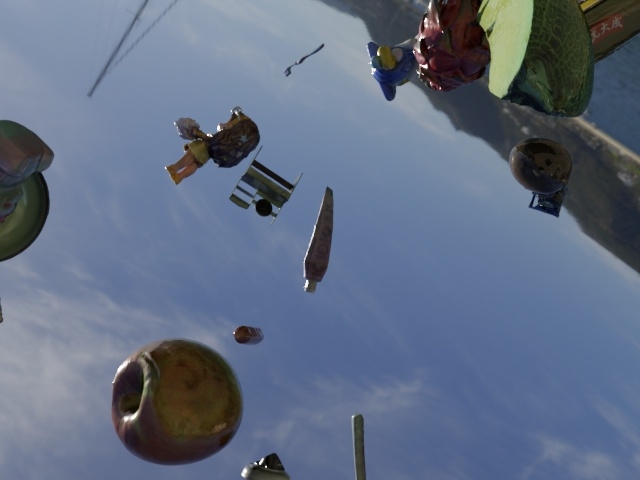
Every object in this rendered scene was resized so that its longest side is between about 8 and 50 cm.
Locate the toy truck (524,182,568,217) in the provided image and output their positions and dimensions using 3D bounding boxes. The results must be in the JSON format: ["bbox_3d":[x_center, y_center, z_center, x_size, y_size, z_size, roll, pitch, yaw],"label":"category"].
[{"bbox_3d":[0.744,-0.170,2.250,0.126,0.113,0.208,9,158,38],"label":"toy truck"}]

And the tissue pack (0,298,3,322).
[{"bbox_3d":[-0.790,0.119,1.335,0.256,0.123,0.215,-19,-146,-35],"label":"tissue pack"}]

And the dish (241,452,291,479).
[{"bbox_3d":[-0.139,0.614,1.847,0.141,0.078,0.141,13,171,2],"label":"dish"}]

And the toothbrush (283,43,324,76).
[{"bbox_3d":[-0.042,-0.445,1.673,0.013,0.193,0.019,-16,-91,-33],"label":"toothbrush"}]

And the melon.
[{"bbox_3d":[0.406,-0.353,1.273,0.343,0.226,0.331,-95,-16,-55],"label":"melon"}]

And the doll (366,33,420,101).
[{"bbox_3d":[0.289,-0.598,2.206,0.365,0.376,0.187,-23,-114,-15],"label":"doll"}]

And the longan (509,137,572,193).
[{"bbox_3d":[0.661,-0.227,2.046,0.189,0.189,0.189,29,-160,-12],"label":"longan"}]

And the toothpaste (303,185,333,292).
[{"bbox_3d":[0.000,0.000,1.928,0.048,0.301,0.075,7,172,44],"label":"toothpaste"}]

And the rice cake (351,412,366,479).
[{"bbox_3d":[0.106,0.582,1.869,0.033,0.208,0.033,-2,175,-9],"label":"rice cake"}]

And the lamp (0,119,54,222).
[{"bbox_3d":[-0.875,-0.178,1.755,0.247,0.301,0.247,44,-165,-5],"label":"lamp"}]

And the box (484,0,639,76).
[{"bbox_3d":[0.659,-0.580,1.860,0.138,0.373,0.420,60,180,-21],"label":"box"}]

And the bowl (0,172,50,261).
[{"bbox_3d":[-0.967,-0.118,1.955,0.354,0.354,0.185,25,177,-23],"label":"bowl"}]

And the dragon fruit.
[{"bbox_3d":[0.301,-0.456,1.503,0.193,0.274,0.192,29,-146,23],"label":"dragon fruit"}]

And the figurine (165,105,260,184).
[{"bbox_3d":[-0.260,-0.223,1.629,0.175,0.240,0.116,80,164,-66],"label":"figurine"}]

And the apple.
[{"bbox_3d":[-0.373,0.428,1.799,0.339,0.339,0.339,29,-160,-12],"label":"apple"}]

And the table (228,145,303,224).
[{"bbox_3d":[-0.157,-0.158,1.954,0.146,0.175,0.062,33,156,-14],"label":"table"}]

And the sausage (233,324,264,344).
[{"bbox_3d":[-0.160,0.211,1.511,0.131,0.039,0.041,46,-157,-76],"label":"sausage"}]
